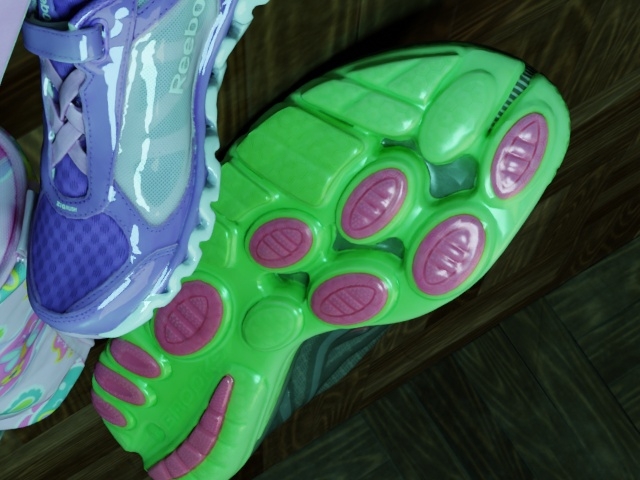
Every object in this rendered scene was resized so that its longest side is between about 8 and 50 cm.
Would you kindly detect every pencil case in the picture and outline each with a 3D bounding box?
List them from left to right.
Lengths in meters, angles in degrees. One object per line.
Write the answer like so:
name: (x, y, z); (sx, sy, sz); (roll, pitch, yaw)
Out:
pencil case: (-0.189, 0.024, 0.945); (0.124, 0.124, 0.284); (-31, 167, -11)

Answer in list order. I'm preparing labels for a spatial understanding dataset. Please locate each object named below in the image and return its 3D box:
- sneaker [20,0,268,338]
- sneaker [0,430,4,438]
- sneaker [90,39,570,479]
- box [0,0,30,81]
sneaker: (-0.091, -0.074, 0.770); (0.104, 0.095, 0.236); (10, 99, -55)
sneaker: (-0.335, 0.164, 1.168); (0.330, 0.122, 0.146); (-36, -175, 7)
sneaker: (0.000, 0.000, 1.295); (0.483, 0.185, 0.202); (-41, -176, 41)
box: (-0.176, -0.106, 0.423); (0.213, 0.117, 0.243); (-15, 154, -33)
